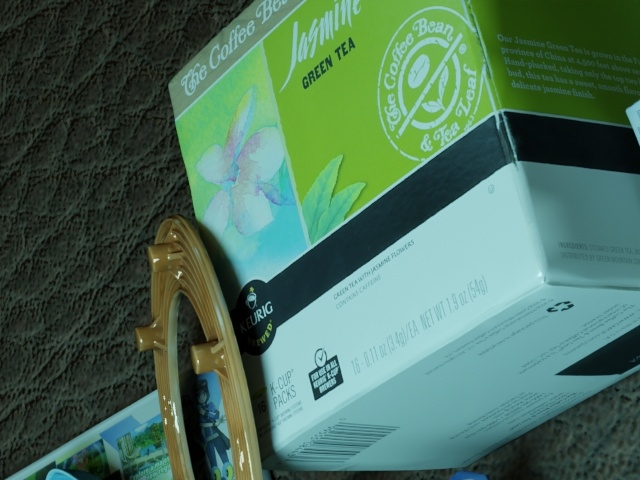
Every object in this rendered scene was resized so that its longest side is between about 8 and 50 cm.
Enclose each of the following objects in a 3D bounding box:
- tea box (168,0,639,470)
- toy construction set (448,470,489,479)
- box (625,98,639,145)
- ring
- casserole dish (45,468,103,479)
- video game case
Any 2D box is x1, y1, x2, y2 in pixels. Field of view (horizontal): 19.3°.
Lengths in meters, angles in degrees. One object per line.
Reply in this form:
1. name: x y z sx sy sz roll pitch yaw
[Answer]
1. tea box: 0.089 -0.043 1.338 0.329 0.220 0.323 -38 57 44
2. toy construction set: 0.114 0.344 1.302 0.237 0.257 0.309 28 120 28
3. box: 0.289 -0.082 1.188 0.137 0.126 0.072 -35 65 39
4. ring: -0.097 0.148 1.438 0.336 0.032 0.336 170 90 -75
5. casserole dish: -0.176 0.262 1.590 0.188 0.037 0.114 28 122 45
6. video game case: -0.157 0.300 1.637 0.329 0.036 0.300 -32 62 33
